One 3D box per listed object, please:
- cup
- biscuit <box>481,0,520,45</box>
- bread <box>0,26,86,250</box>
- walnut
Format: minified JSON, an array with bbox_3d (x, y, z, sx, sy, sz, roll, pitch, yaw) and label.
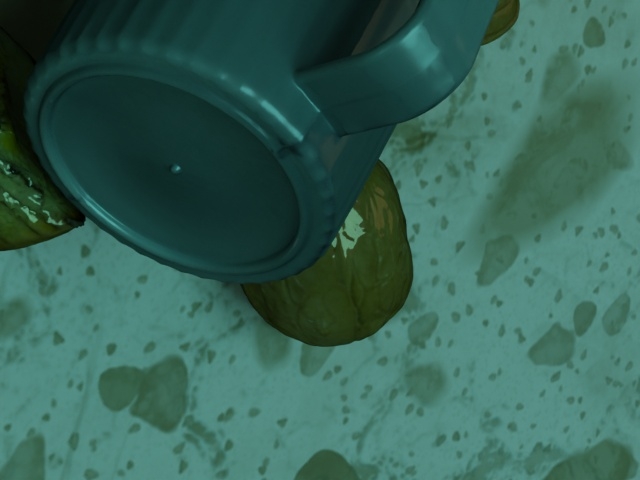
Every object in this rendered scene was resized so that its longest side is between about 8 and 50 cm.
[{"bbox_3d":[-0.015,-0.148,1.258,0.257,0.331,0.311,78,31,-49],"label":"cup"},{"bbox_3d":[0.159,-0.264,1.652,0.118,0.023,0.140,-38,121,-24],"label":"biscuit"},{"bbox_3d":[-0.234,-0.081,1.322,0.140,0.169,0.160,49,56,-33],"label":"bread"},{"bbox_3d":[0.000,0.000,1.501,0.165,0.165,0.197,-28,129,-30],"label":"walnut"}]
